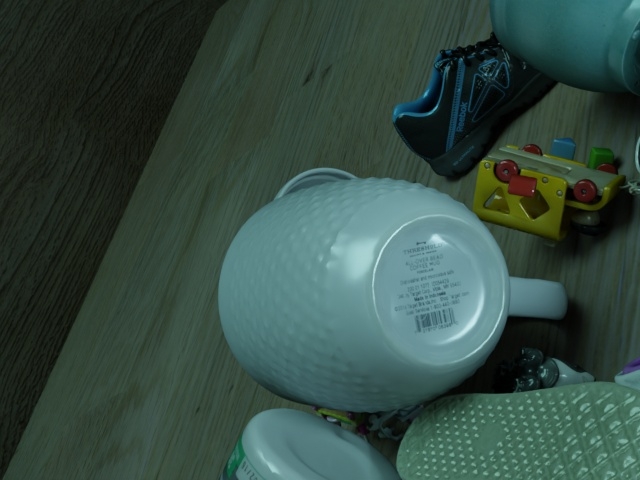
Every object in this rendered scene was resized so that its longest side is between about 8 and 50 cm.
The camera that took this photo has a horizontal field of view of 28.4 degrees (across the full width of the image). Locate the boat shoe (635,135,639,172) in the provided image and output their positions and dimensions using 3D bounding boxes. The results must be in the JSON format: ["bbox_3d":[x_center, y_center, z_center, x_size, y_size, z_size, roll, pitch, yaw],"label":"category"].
[{"bbox_3d":[0.417,-0.127,1.511,0.125,0.046,0.038,-54,17,-26],"label":"boat shoe"}]

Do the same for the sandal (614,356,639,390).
[{"bbox_3d":[0.352,0.052,1.084,0.169,0.102,0.416,-27,-13,-25],"label":"sandal"}]

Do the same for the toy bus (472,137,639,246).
[{"bbox_3d":[0.289,-0.048,1.553,0.202,0.191,0.104,-124,36,-62],"label":"toy bus"}]

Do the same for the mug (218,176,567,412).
[{"bbox_3d":[0.106,0.064,1.465,0.328,0.374,0.276,170,102,-67],"label":"mug"}]

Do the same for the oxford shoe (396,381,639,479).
[{"bbox_3d":[0.240,0.231,1.219,0.169,0.130,0.449,-58,21,-19],"label":"oxford shoe"}]

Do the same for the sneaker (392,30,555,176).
[{"bbox_3d":[0.255,-0.255,1.903,0.341,0.139,0.125,-49,20,9],"label":"sneaker"}]

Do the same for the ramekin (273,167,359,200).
[{"bbox_3d":[0.000,0.000,1.969,0.109,0.207,0.207,-34,28,60],"label":"ramekin"}]

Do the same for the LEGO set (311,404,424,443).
[{"bbox_3d":[0.048,0.229,1.710,0.132,0.107,0.287,-20,15,-9],"label":"LEGO set"}]

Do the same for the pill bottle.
[{"bbox_3d":[-0.065,0.392,1.439,0.361,0.204,0.204,-63,19,15],"label":"pill bottle"}]

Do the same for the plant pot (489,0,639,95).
[{"bbox_3d":[0.385,-0.300,1.570,0.293,0.293,0.196,-49,48,12],"label":"plant pot"}]

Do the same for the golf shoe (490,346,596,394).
[{"bbox_3d":[0.242,0.171,1.402,0.198,0.094,0.077,118,163,-77],"label":"golf shoe"}]
